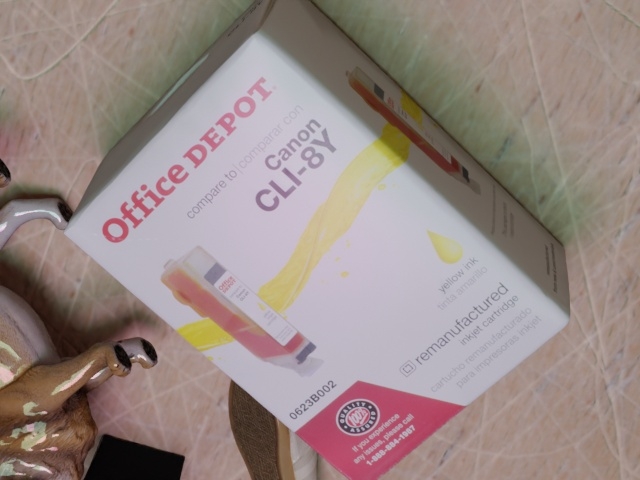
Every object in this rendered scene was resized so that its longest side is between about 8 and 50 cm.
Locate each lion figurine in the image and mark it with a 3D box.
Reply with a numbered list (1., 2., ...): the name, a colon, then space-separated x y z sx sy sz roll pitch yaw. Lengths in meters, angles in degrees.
1. lion figurine: -0.326 0.093 1.416 0.240 0.142 0.392 -29 90 13

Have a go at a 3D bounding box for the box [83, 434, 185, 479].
1. box: -0.231 0.372 1.526 0.103 0.184 0.261 14 117 -3

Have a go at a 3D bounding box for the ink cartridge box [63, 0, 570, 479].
1. ink cartridge box: 0.000 0.000 1.329 0.384 0.160 0.279 42 114 -12

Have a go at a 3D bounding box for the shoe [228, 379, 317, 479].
1. shoe: -0.044 0.215 1.502 0.076 0.058 0.219 7 116 39
